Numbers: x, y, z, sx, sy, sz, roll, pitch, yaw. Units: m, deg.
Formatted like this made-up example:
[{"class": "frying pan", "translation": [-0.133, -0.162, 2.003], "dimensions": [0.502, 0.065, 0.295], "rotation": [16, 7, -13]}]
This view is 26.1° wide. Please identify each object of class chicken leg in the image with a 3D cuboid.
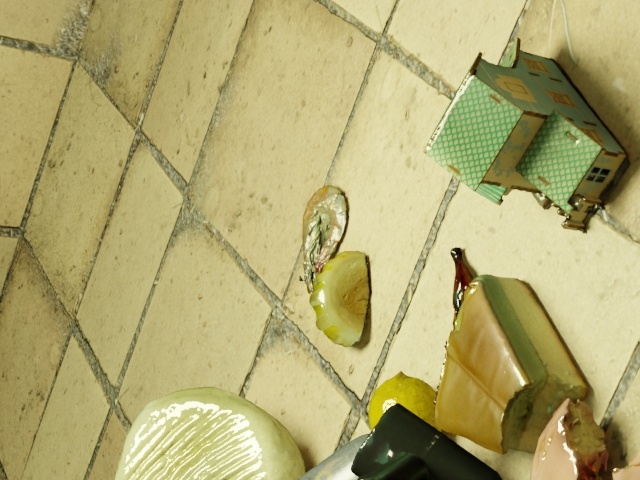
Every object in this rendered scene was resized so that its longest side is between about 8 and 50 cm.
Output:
[{"class": "chicken leg", "translation": [0.205, 0.077, 1.980], "dimensions": [0.062, 0.037, 0.145], "rotation": [150, 122, -68]}]

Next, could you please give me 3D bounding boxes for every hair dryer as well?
[{"class": "hair dryer", "translation": [0.140, 0.330, 1.743], "dimensions": [0.244, 0.302, 0.116], "rotation": [32, 101, 16]}]

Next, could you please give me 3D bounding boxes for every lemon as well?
[{"class": "lemon", "translation": [0.123, 0.255, 1.987], "dimensions": [0.109, 0.109, 0.133], "rotation": [-29, 64, 52]}]

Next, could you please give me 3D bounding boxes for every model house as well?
[{"class": "model house", "translation": [0.242, -0.139, 1.808], "dimensions": [0.178, 0.206, 0.271], "rotation": [-57, 39, 32]}]

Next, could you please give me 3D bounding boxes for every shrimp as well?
[{"class": "shrimp", "translation": [0.000, 0.000, 2.318], "dimensions": [0.101, 0.042, 0.190], "rotation": [9, 88, 51]}]

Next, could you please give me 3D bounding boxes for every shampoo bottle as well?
[{"class": "shampoo bottle", "translation": [-0.001, 0.388, 2.102], "dimensions": [0.233, 0.049, 0.087], "rotation": [-37, 45, 7]}]

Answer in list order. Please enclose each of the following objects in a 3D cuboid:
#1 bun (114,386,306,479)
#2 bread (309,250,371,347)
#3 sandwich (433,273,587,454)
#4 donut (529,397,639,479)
[{"class": "bun", "translation": [-0.182, 0.425, 2.282], "dimensions": [0.349, 0.227, 0.352], "rotation": [-42, 68, 1]}, {"class": "bread", "translation": [0.026, 0.095, 2.205], "dimensions": [0.083, 0.094, 0.157], "rotation": [-22, 72, 50]}, {"class": "sandwich", "translation": [0.255, 0.162, 1.802], "dimensions": [0.186, 0.108, 0.220], "rotation": [12, 91, 59]}, {"class": "donut", "translation": [0.341, 0.308, 1.644], "dimensions": [0.233, 0.085, 0.199], "rotation": [26, 102, 57]}]
